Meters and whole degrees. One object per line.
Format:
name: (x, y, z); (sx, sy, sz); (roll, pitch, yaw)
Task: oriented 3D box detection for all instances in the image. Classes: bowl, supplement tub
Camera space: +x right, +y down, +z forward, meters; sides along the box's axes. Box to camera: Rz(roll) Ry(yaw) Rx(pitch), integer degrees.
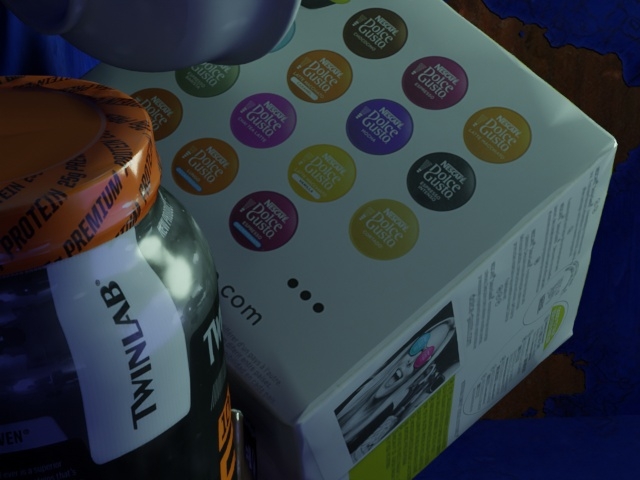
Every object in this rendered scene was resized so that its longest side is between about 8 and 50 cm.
bowl: (-0.155, -0.228, 0.993); (0.298, 0.134, 0.297); (36, -35, 31)
supplement tub: (-0.146, 0.103, 0.734); (0.207, 0.207, 0.338); (-88, 175, -62)

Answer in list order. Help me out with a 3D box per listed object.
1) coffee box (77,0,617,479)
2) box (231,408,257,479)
coffee box: (0.000, 0.000, 1.240); (0.337, 0.334, 0.338); (43, -18, 23)
box: (-0.137, 0.310, 0.975); (0.143, 0.191, 0.381); (78, 9, -74)
